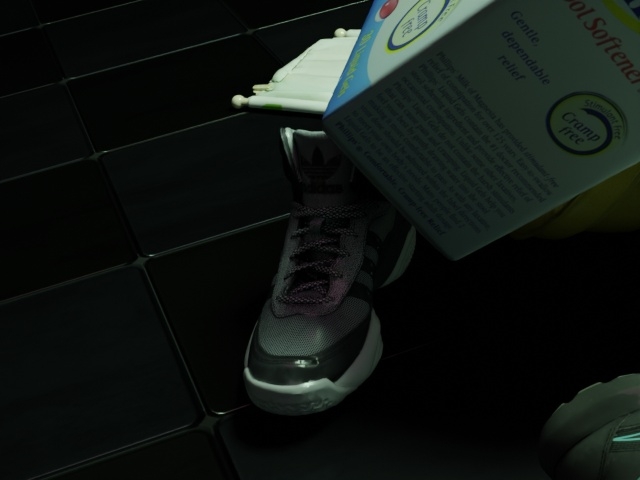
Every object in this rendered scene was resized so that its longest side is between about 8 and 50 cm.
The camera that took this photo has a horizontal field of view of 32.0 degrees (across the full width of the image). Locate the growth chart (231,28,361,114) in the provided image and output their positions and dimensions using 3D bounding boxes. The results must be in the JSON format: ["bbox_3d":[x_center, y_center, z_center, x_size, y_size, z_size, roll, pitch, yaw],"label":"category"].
[{"bbox_3d":[0.032,-0.199,1.287,0.172,0.021,0.237,13,37,33],"label":"growth chart"}]

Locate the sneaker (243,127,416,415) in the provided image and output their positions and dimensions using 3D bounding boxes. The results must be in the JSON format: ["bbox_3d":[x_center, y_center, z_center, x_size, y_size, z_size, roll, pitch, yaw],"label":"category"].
[{"bbox_3d":[0.000,0.000,0.834,0.101,0.153,0.268,2,32,20],"label":"sneaker"}]

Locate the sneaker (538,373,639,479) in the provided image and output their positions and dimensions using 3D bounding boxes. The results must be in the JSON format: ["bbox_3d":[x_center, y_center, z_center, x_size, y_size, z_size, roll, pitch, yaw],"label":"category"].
[{"bbox_3d":[0.249,0.099,0.601,0.267,0.101,0.106,-35,37,24],"label":"sneaker"}]

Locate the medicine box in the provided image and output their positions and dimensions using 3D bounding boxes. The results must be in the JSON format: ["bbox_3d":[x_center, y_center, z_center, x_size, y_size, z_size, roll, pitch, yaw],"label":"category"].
[{"bbox_3d":[0.174,-0.170,0.784,0.289,0.149,0.263,-32,23,35],"label":"medicine box"}]

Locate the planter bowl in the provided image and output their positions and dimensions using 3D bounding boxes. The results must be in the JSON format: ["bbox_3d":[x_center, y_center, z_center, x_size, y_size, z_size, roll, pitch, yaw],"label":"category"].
[{"bbox_3d":[0.247,-0.074,0.903,0.090,0.217,0.217,29,33,-8],"label":"planter bowl"}]
